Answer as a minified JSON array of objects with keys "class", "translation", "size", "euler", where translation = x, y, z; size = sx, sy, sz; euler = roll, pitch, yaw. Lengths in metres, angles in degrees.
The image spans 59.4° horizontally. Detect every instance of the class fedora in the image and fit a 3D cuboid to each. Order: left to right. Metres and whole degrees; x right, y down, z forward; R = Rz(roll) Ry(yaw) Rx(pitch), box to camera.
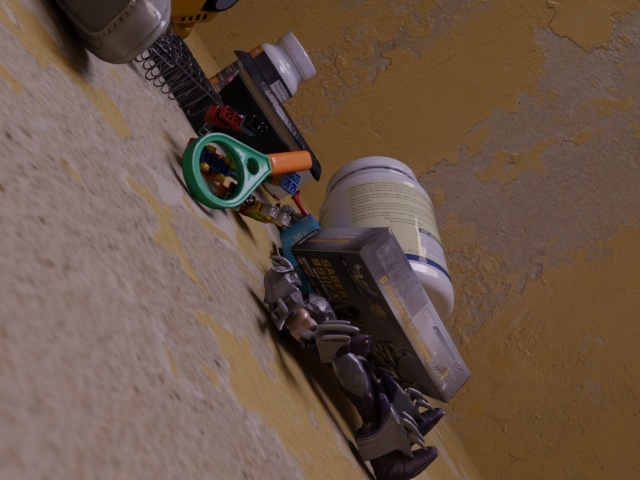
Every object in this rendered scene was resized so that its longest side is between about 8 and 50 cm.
[{"class":"fedora","translation":[-0.137,-0.241,1.239],"size":[0.334,0.153,0.334],"euler":[56,4,-5]}]

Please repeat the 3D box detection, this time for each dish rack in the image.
[{"class":"dish rack","translation":[-0.255,-0.302,0.890],"size":[0.208,0.074,0.271],"euler":[57,5,18]}]

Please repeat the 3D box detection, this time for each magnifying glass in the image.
[{"class":"magnifying glass","translation":[-0.085,-0.096,0.727],"size":[0.231,0.026,0.092],"euler":[-19,97,-56]}]

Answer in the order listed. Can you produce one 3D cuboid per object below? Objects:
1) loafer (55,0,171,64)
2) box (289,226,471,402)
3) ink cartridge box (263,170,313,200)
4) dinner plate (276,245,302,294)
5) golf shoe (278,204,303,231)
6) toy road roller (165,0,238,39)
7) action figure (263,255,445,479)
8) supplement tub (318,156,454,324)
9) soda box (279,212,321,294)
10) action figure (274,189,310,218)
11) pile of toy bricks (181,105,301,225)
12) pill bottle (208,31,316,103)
[{"class":"loafer","translation":[-0.249,-0.288,0.593],"size":[0.319,0.112,0.111],"euler":[50,3,39]},{"class":"box","translation":[0.073,0.092,0.742],"size":[0.231,0.056,0.183],"euler":[59,-24,-17]},{"class":"ink cartridge box","translation":[-0.121,-0.224,1.505],"size":[0.176,0.127,0.128],"euler":[58,4,16]},{"class":"dinner plate","translation":[-0.037,0.070,0.928],"size":[0.141,0.017,0.141],"euler":[57,3,-5]},{"class":"golf shoe","translation":[-0.034,0.001,1.221],"size":[0.176,0.069,0.086],"euler":[58,-3,3]},{"class":"toy road roller","translation":[-0.376,-0.612,1.374],"size":[0.329,0.241,0.202],"euler":[-31,87,-49]},{"class":"action figure","translation":[0.027,0.131,0.646],"size":[0.285,0.099,0.185],"euler":[53,9,-5]},{"class":"supplement tub","translation":[0.117,0.015,1.095],"size":[0.235,0.235,0.324],"euler":[53,25,-43]},{"class":"soda box","translation":[-0.016,0.023,0.919],"size":[0.067,0.071,0.210],"euler":[56,3,-17]},{"class":"action figure","translation":[0.000,0.000,1.395],"size":[0.280,0.091,0.139],"euler":[56,16,-13]},{"class":"pile of toy bricks","translation":[-0.126,-0.105,0.795],"size":[0.105,0.118,0.212],"euler":[11,-15,36]},{"class":"pill bottle","translation":[-0.162,-0.421,1.493],"size":[0.162,0.278,0.162],"euler":[56,3,-4]}]
